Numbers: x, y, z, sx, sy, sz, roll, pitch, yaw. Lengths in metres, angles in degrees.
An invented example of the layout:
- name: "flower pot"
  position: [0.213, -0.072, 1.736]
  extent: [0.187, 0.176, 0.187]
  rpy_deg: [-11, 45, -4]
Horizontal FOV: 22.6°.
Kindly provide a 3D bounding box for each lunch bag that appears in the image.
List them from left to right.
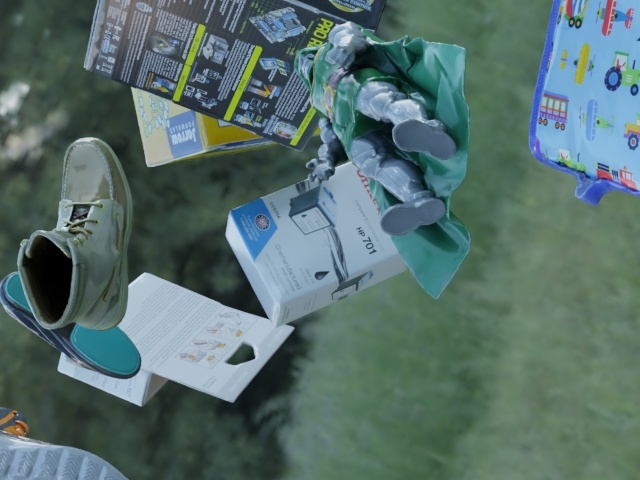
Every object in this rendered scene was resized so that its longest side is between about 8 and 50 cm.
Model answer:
- name: "lunch bag"
  position: [0.332, -0.178, 1.695]
  extent: [0.221, 0.138, 0.293]
  rpy_deg: [25, 96, 54]

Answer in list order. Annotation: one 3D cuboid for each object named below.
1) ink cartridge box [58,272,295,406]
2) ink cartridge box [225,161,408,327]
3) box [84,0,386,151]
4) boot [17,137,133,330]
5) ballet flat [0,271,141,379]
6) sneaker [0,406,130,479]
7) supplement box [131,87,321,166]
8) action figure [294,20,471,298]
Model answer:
- name: "ink cartridge box"
  position: [-0.207, 0.161, 2.367]
  extent: [0.296, 0.261, 0.066]
  rpy_deg: [-46, -25, -66]
- name: "ink cartridge box"
  position: [0.000, 0.000, 1.944]
  extent: [0.191, 0.139, 0.082]
  rpy_deg: [-24, -19, -15]
- name: "box"
  position: [-0.078, -0.181, 1.343]
  extent: [0.270, 0.216, 0.060]
  rpy_deg: [126, 163, -69]
- name: "boot"
  position: [-0.261, -0.010, 1.695]
  extent: [0.165, 0.077, 0.213]
  rpy_deg: [10, -104, -76]
- name: "ballet flat"
  position: [-0.315, 0.111, 1.999]
  extent: [0.074, 0.203, 0.074]
  rpy_deg: [-55, 6, 8]
- name: "sneaker"
  position: [-0.353, 0.275, 1.975]
  extent: [0.180, 0.321, 0.124]
  rpy_deg: [-106, 40, -83]
- name: "supplement box"
  position: [-0.120, -0.283, 1.900]
  extent: [0.195, 0.194, 0.356]
  rpy_deg: [-8, 93, 63]
- name: "action figure"
  position: [0.027, -0.074, 0.930]
  extent: [0.232, 0.064, 0.137]
  rpy_deg: [-125, 41, -65]
